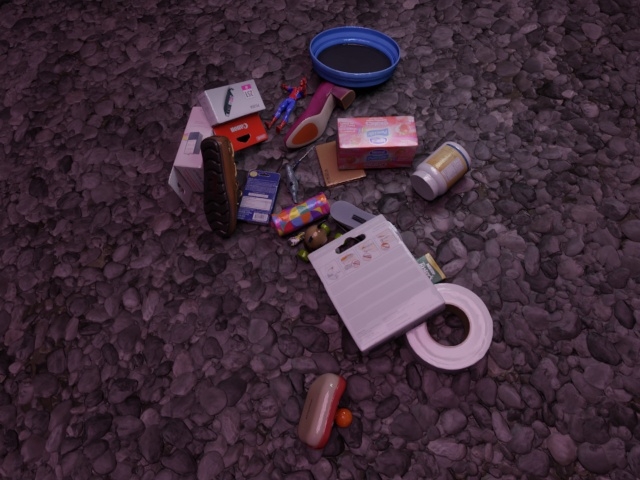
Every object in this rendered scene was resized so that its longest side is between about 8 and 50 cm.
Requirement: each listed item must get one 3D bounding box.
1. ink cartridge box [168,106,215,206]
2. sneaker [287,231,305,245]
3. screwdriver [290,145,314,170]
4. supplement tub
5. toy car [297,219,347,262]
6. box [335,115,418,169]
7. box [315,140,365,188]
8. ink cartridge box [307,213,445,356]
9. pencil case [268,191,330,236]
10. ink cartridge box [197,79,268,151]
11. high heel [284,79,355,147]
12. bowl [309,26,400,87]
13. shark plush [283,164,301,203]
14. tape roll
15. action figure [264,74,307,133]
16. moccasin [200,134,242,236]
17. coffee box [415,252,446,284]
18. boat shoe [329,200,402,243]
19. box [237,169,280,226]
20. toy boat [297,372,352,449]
[{"bbox_3d":[-0.465,-0.325,1.786,0.119,0.207,0.354,6,68,10],"label":"ink cartridge box"},{"bbox_3d":[-0.086,-0.004,1.708,0.083,0.035,0.031,-27,86,17],"label":"sneaker"},{"bbox_3d":[-0.080,-0.337,1.858,0.025,0.024,0.170,16,59,43],"label":"screwdriver"},{"bbox_3d":[0.452,-0.261,1.698,0.199,0.144,0.144,-41,69,-11],"label":"supplement tub"},{"bbox_3d":[0.000,0.000,1.609,0.148,0.188,0.155,31,73,17],"label":"toy car"},{"bbox_3d":[0.213,-0.380,1.755,0.299,0.154,0.142,-2,65,-2],"label":"box"},{"bbox_3d":[0.080,-0.319,1.829,0.164,0.021,0.201,-15,66,-1],"label":"box"},{"bbox_3d":[0.176,0.140,1.496,0.308,0.091,0.385,-29,61,-4],"label":"ink cartridge box"},{"bbox_3d":[-0.077,-0.099,1.711,0.236,0.104,0.105,-23,66,-4],"label":"pencil case"},{"bbox_3d":[-0.324,-0.492,1.784,0.275,0.060,0.239,-36,107,-46],"label":"ink cartridge box"},{"bbox_3d":[-0.039,-0.538,1.903,0.377,0.127,0.181,-39,52,-13],"label":"high heel"},{"bbox_3d":[0.147,-0.794,1.946,0.390,0.077,0.392,1,52,-1],"label":"bowl"},{"bbox_3d":[-0.120,-0.217,1.781,0.073,0.067,0.162,0,67,6],"label":"shark plush"},{"bbox_3d":[0.414,0.289,1.492,0.285,0.100,0.287,-2,67,5],"label":"tape roll"},{"bbox_3d":[-0.137,-0.608,1.918,0.091,0.139,0.281,26,69,14],"label":"action figure"},{"bbox_3d":[-0.370,-0.203,1.704,0.139,0.147,0.381,-2,103,24],"label":"moccasin"},{"bbox_3d":[0.336,0.134,1.597,0.184,0.040,0.113,-27,67,-6],"label":"coffee box"},{"bbox_3d":[0.168,-0.034,1.654,0.306,0.105,0.113,27,76,21],"label":"boat shoe"},{"bbox_3d":[-0.243,-0.171,1.791,0.136,0.036,0.226,9,70,9],"label":"box"},{"bbox_3d":[0.033,0.542,1.419,0.151,0.151,0.231,24,69,-17],"label":"toy boat"}]
